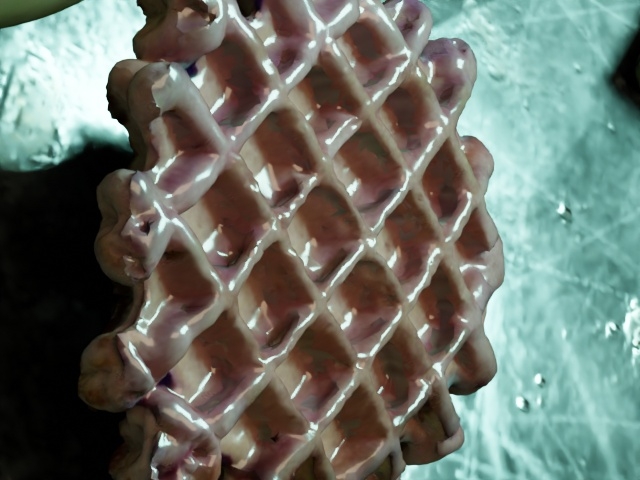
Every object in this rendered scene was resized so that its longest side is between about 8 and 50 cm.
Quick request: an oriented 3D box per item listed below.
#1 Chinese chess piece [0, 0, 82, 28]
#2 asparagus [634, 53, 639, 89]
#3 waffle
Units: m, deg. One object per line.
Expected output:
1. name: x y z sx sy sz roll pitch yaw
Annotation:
1. Chinese chess piece: -0.152 -0.199 0.690 0.270 0.112 0.270 24 48 -30
2. asparagus: 0.206 -0.133 1.020 0.045 0.041 0.178 51 47 -21
3. waffle: 0.000 0.000 0.744 0.234 0.055 0.221 11 82 -53
